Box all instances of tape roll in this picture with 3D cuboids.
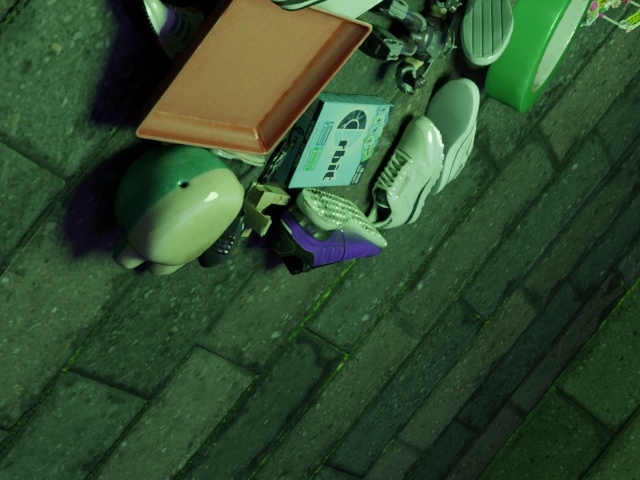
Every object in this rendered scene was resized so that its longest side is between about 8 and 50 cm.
[{"bbox_3d":[0.399,-0.385,1.942,0.321,0.077,0.321,-55,166,-21],"label":"tape roll"}]

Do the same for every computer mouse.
[{"bbox_3d":[-0.111,-0.054,1.719,0.242,0.041,0.071,-53,-170,6],"label":"computer mouse"}]

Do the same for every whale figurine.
[{"bbox_3d":[-0.214,-0.042,1.577,0.216,0.141,0.272,-33,169,-18],"label":"whale figurine"}]

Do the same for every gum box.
[{"bbox_3d":[0.024,-0.165,1.813,0.184,0.041,0.157,-6,127,-49],"label":"gum box"}]

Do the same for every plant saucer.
[{"bbox_3d":[-0.094,-0.228,1.463,0.259,0.047,0.258,5,136,-50],"label":"plant saucer"}]

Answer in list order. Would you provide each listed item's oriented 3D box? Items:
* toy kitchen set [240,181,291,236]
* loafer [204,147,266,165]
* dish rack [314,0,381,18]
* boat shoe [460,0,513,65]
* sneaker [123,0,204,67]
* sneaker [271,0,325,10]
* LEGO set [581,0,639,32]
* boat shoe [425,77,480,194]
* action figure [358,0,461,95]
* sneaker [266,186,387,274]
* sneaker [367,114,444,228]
[{"bbox_3d":[-0.087,-0.039,1.774,0.075,0.068,0.083,7,118,-55],"label":"toy kitchen set"},{"bbox_3d":[-0.120,-0.140,1.651,0.125,0.045,0.039,10,108,-53],"label":"loafer"},{"bbox_3d":[0.029,-0.384,1.479,0.333,0.072,0.285,-33,154,-4],"label":"dish rack"},{"bbox_3d":[0.277,-0.366,1.807,0.076,0.083,0.226,86,15,-60],"label":"boat shoe"},{"bbox_3d":[-0.191,-0.283,1.398,0.075,0.057,0.161,-48,153,-11],"label":"sneaker"},{"bbox_3d":[0.028,-0.474,1.291,0.447,0.169,0.257,-59,141,-4],"label":"sneaker"},{"bbox_3d":[0.620,-0.509,2.163,0.287,0.107,0.132,-46,149,-8],"label":"LEGO set"},{"bbox_3d":[0.242,-0.200,2.027,0.084,0.095,0.258,-30,154,-38],"label":"boat shoe"},{"bbox_3d":[0.149,-0.326,1.754,0.285,0.099,0.185,-2,112,-57],"label":"action figure"},{"bbox_3d":[-0.001,-0.001,1.913,0.146,0.102,0.293,-46,152,14],"label":"sneaker"},{"bbox_3d":[0.150,-0.117,1.992,0.095,0.090,0.235,-12,131,-34],"label":"sneaker"}]
